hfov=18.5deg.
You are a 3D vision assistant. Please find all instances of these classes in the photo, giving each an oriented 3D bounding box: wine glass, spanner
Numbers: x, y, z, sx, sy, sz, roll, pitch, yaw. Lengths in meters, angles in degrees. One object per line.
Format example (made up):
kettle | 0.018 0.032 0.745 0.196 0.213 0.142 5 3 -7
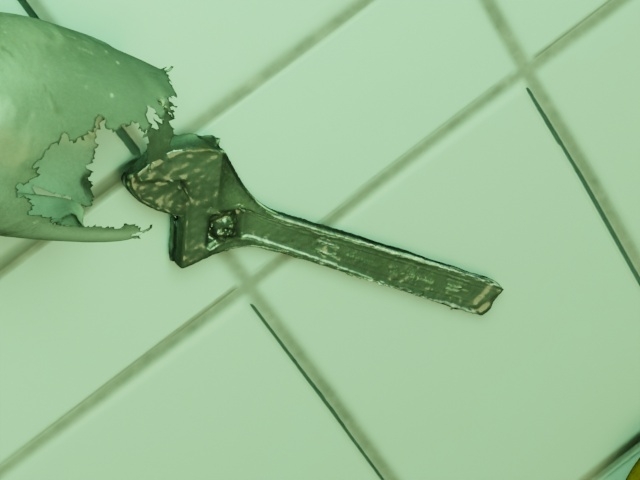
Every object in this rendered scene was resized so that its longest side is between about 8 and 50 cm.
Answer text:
wine glass | -0.240 -0.078 1.124 0.321 0.143 0.143 8 113 -31
spanner | 0.000 0.000 1.357 0.325 0.026 0.093 17 107 -35

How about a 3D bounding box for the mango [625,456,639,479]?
mango | 0.315 0.181 1.580 0.165 0.089 0.115 -13 131 -17
